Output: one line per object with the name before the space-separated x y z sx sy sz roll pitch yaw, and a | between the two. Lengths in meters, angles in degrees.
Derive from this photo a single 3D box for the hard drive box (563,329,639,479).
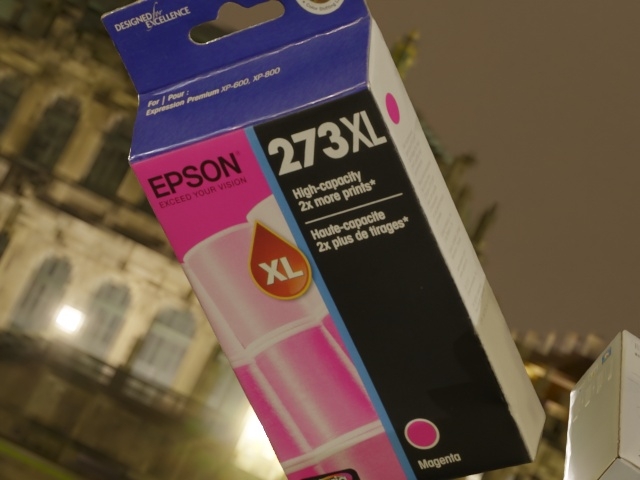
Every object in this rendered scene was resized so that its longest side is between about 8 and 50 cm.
hard drive box | 0.314 0.207 1.477 0.181 0.089 0.232 33 25 -4

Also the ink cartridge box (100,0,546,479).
ink cartridge box | 0.000 0.000 1.085 0.175 0.069 0.371 -16 -70 23
